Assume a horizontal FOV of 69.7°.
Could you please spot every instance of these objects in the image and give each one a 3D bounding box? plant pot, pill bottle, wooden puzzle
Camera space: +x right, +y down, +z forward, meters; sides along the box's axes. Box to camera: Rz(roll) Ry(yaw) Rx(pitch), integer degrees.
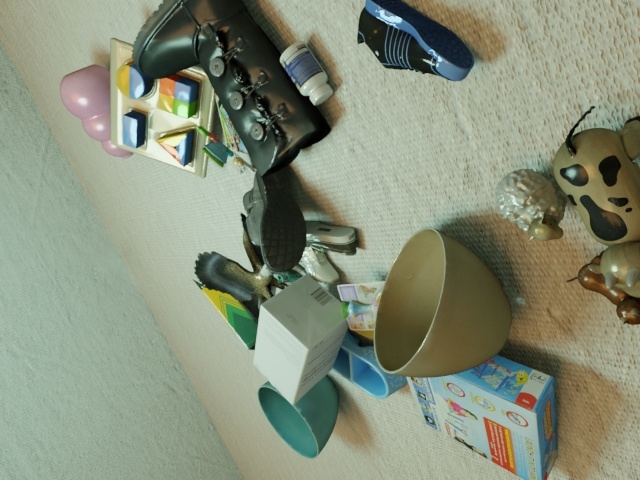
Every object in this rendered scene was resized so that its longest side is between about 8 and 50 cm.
[{"bbox_3d":[0.136,0.207,1.196,0.083,0.081,0.082,37,140,15],"label":"plant pot"},{"bbox_3d":[-0.027,-0.348,0.965,0.120,0.067,0.067,56,145,1],"label":"pill bottle"},{"bbox_3d":[-0.473,-0.367,1.322,0.347,0.080,0.323,22,124,7],"label":"wooden puzzle"},{"bbox_3d":[-0.049,0.560,1.579,0.290,0.195,0.291,30,137,32],"label":"plant pot"},{"bbox_3d":[0.247,0.140,0.888,0.190,0.284,0.284,19,143,-10],"label":"plant pot"}]

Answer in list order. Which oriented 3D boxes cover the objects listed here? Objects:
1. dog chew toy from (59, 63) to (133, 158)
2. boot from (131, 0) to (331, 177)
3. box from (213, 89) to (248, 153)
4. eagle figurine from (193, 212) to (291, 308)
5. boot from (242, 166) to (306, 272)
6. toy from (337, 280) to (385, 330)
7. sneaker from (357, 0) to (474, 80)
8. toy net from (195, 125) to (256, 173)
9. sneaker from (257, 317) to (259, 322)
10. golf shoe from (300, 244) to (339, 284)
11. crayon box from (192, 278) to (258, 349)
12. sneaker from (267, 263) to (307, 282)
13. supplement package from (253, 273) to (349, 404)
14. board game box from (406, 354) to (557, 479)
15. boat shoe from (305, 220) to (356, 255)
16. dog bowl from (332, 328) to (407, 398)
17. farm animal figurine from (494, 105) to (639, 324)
[{"bbox_3d":[-0.784,-0.455,1.671,0.206,0.206,0.332,14,134,44],"label":"dog chew toy"},{"bbox_3d":[-0.224,-0.348,1.093,0.366,0.146,0.445,-30,98,44],"label":"boot"},{"bbox_3d":[-0.226,-0.340,1.232,0.114,0.036,0.207,20,131,40],"label":"box"},{"bbox_3d":[-0.204,0.092,1.399,0.298,0.226,0.225,40,107,-4],"label":"eagle figurine"},{"bbox_3d":[-0.132,-0.035,1.220,0.223,0.118,0.339,126,144,-53],"label":"boot"},{"bbox_3d":[0.158,0.166,1.082,0.237,0.056,0.137,-5,115,27],"label":"toy"},{"bbox_3d":[0.152,-0.322,0.773,0.232,0.081,0.091,49,147,23],"label":"sneaker"},{"bbox_3d":[-0.251,-0.223,1.221,0.122,0.045,0.232,42,-176,18],"label":"toy net"},{"bbox_3d":[-0.131,0.285,1.558,0.221,0.087,0.083,3,120,49],"label":"sneaker"},{"bbox_3d":[-0.015,0.047,1.261,0.176,0.069,0.086,38,135,22],"label":"golf shoe"},{"bbox_3d":[-0.318,0.253,1.690,0.323,0.083,0.203,48,171,11],"label":"crayon box"},{"bbox_3d":[-0.089,0.095,1.325,0.166,0.076,0.065,39,-175,-37],"label":"sneaker"},{"bbox_3d":[-0.057,0.274,1.264,0.177,0.175,0.293,39,139,23],"label":"supplement package"},{"bbox_3d":[0.343,0.357,1.007,0.301,0.086,0.309,17,141,42],"label":"board game box"},{"bbox_3d":[0.000,0.000,1.193,0.219,0.077,0.070,11,124,43],"label":"boat shoe"},{"bbox_3d":[0.110,0.348,1.336,0.297,0.074,0.166,25,134,37],"label":"dog bowl"},{"bbox_3d":[0.424,-0.025,0.594,0.327,0.172,0.330,50,144,9],"label":"farm animal figurine"}]
